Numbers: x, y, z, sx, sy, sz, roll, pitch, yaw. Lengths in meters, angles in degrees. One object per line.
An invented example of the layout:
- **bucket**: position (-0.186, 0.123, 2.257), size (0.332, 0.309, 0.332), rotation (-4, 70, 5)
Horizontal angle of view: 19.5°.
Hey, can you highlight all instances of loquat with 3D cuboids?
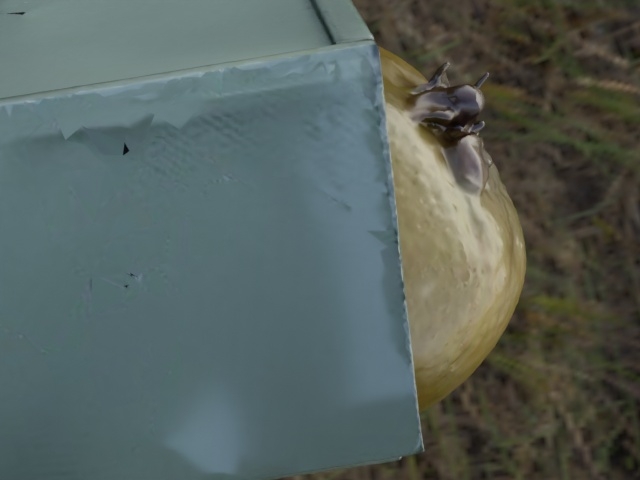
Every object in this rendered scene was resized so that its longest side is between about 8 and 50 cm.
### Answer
- **loquat**: position (0.000, 0.000, 0.658), size (0.163, 0.163, 0.137), rotation (-39, 97, -34)

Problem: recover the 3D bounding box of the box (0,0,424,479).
- **box**: position (-0.104, 0.000, 0.376), size (0.225, 0.129, 0.086), rotation (-9, 112, -4)
